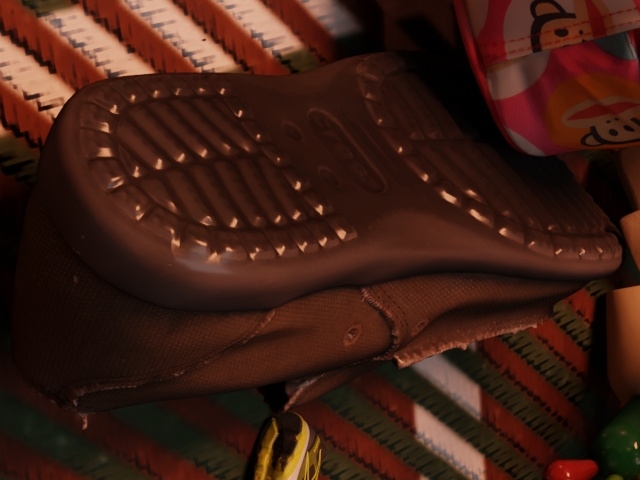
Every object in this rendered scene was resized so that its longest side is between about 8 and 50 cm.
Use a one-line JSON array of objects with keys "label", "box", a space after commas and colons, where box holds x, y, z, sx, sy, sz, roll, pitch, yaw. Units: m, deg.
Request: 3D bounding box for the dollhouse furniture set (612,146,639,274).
[{"label": "dollhouse furniture set", "box": [0.260, 0.032, 0.850, 0.262, 0.135, 0.259, 48, 21, -46]}]

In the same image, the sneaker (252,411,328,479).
[{"label": "sneaker", "box": [-0.018, 0.125, 0.770, 0.035, 0.031, 0.083, 32, 75, -45]}]

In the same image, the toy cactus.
[{"label": "toy cactus", "box": [0.196, 0.117, 0.961, 0.219, 0.112, 0.180, -6, 84, -43]}]

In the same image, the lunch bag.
[{"label": "lunch bag", "box": [0.150, -0.198, 0.780, 0.258, 0.120, 0.293, -27, 106, -54]}]

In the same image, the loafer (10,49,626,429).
[{"label": "loafer", "box": [0.000, 0.000, 0.719, 0.366, 0.134, 0.130, 0, 139, -49]}]
